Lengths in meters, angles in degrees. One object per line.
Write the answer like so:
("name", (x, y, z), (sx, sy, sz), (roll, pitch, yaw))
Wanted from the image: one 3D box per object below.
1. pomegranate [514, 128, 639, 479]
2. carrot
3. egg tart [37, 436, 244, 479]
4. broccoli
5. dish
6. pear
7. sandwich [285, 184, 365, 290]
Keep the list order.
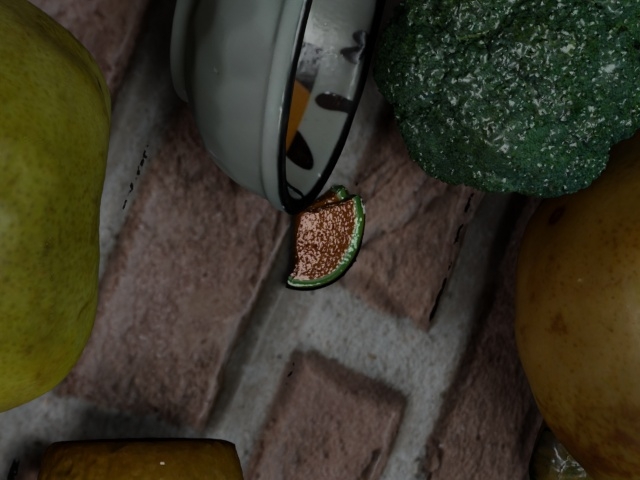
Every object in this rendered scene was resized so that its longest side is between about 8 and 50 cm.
("pomegranate", (0.389, 0.067, 1.166), (0.417, 0.417, 0.416), (-7, 102, -32))
("carrot", (0.259, 0.263, 1.307), (0.082, 0.082, 0.173), (-15, 114, -30))
("egg tart", (-0.141, 0.241, 0.980), (0.215, 0.215, 0.170), (5, 80, -34))
("broccoli", (0.176, -0.170, 1.082), (0.270, 0.270, 0.270), (41, 41, -31))
("dish", (-0.036, -0.169, 0.972), (0.120, 0.303, 0.303), (15, 90, 11))
("pear", (-0.277, -0.032, 0.779), (0.304, 0.304, 0.303), (-7, 102, -32))
("sandwich", (0.004, -0.002, 1.124), (0.069, 0.026, 0.101), (10, 90, -30))
